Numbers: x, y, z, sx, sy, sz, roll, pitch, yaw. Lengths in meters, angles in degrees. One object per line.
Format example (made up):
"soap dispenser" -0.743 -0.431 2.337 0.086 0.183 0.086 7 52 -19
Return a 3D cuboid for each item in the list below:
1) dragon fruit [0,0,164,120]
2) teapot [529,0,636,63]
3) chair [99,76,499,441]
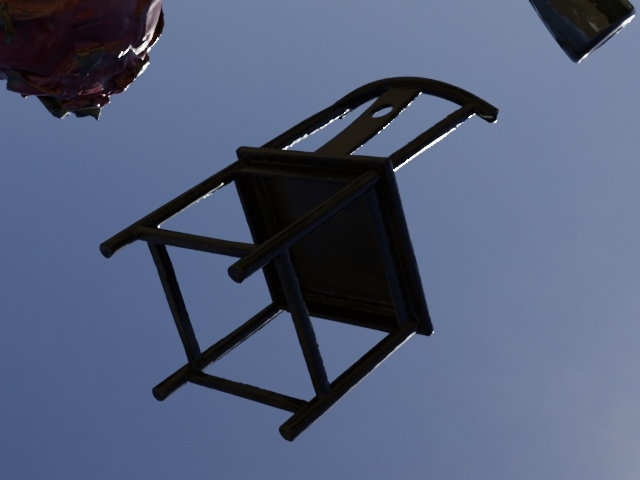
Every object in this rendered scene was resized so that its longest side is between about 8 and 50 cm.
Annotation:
"dragon fruit" -0.292 -0.270 1.332 0.244 0.299 0.244 -34 175 -4
"teapot" 0.115 -0.148 0.676 0.043 0.111 0.043 -39 176 -3
"chair" 0.000 0.000 0.893 0.154 0.141 0.260 9 -146 43
